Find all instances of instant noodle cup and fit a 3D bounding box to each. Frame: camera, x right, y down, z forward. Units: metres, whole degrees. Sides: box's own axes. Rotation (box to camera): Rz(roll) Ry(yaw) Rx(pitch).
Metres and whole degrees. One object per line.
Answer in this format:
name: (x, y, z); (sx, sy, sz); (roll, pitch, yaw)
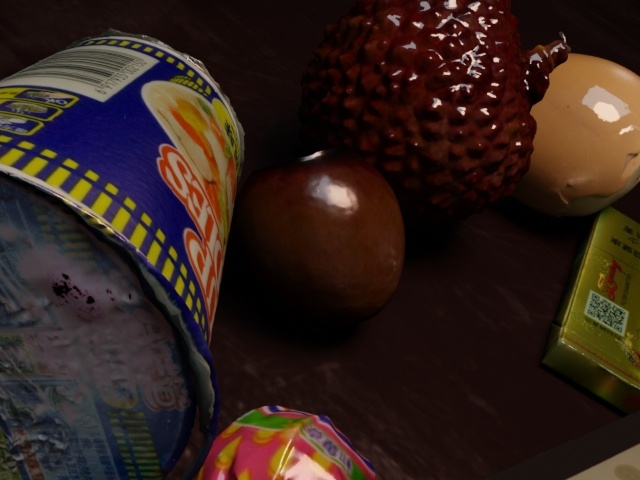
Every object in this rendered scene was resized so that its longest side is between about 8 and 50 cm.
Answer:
instant noodle cup: (-0.179, -0.007, 0.547); (0.284, 0.284, 0.312); (21, 32, -6)

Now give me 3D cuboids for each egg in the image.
egg: (0.296, -0.135, 0.967); (0.244, 0.201, 0.201); (27, 38, 15)

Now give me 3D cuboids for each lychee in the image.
lychee: (0.117, -0.148, 0.819); (0.300, 0.264, 0.264); (-21, 43, 13)

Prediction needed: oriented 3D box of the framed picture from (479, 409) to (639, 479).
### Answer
framed picture: (0.321, 0.229, 0.606); (0.347, 0.016, 0.265); (-16, 35, -23)

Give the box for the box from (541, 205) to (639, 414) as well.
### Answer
box: (0.364, 0.081, 0.887); (0.173, 0.043, 0.311); (31, 39, 7)

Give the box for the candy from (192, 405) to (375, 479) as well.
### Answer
candy: (-0.088, 0.244, 0.420); (0.124, 0.124, 0.365); (33, 54, 9)

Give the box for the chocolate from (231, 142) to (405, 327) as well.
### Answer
chocolate: (0.000, 0.000, 0.706); (0.177, 0.177, 0.177); (15, 40, -13)
